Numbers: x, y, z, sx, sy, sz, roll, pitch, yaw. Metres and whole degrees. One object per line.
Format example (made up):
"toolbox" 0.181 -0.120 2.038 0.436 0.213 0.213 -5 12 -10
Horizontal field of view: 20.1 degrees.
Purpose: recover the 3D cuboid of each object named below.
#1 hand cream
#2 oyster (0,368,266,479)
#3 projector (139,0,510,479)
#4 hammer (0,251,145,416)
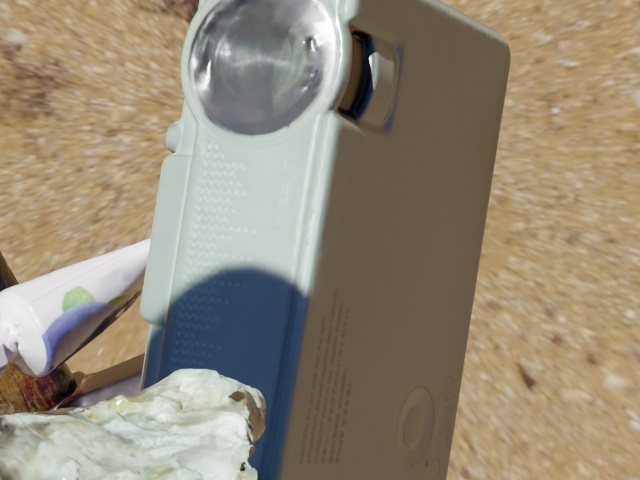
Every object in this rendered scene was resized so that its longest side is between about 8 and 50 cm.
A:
"hand cream" -0.136 0.037 1.025 0.142 0.084 0.053 -26 74 -38
"oyster" -0.079 0.086 0.521 0.125 0.177 0.064 -1 103 8
"projector" 0.000 0.000 0.901 0.099 0.192 0.256 8 88 29
"hammer" -0.243 0.025 1.206 0.242 0.095 0.408 -21 112 8
